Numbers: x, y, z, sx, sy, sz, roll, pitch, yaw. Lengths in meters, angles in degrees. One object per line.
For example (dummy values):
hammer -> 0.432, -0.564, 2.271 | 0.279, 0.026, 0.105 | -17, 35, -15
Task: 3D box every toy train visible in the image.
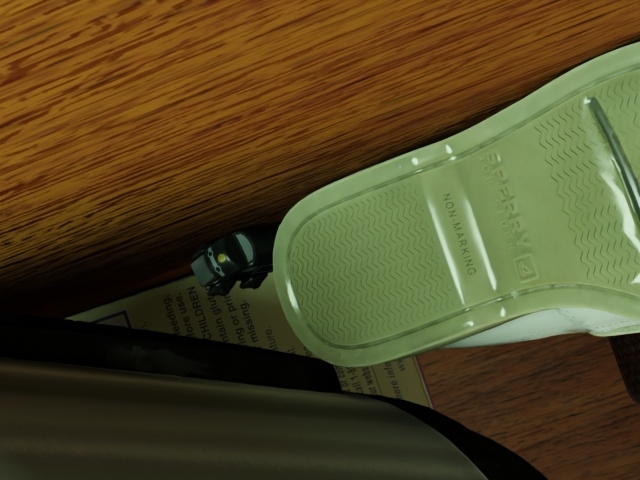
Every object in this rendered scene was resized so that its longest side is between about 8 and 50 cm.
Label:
toy train -> 0.000, 0.000, 0.813 | 0.036, 0.027, 0.158 | -36, 165, 36

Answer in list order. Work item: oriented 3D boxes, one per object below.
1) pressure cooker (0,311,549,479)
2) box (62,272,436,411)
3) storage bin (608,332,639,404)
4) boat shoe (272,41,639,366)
pressure cooker -> -0.065, 0.236, 0.695 | 0.420, 0.375, 0.370 | 10, -166, -38
box -> -0.066, 0.088, 0.977 | 0.243, 0.117, 0.213 | -18, 175, 0
storage bin -> 0.307, 0.041, 1.442 | 0.122, 0.180, 0.084 | -17, 175, -19
boat shoe -> 0.123, -0.018, 0.668 | 0.302, 0.113, 0.103 | -10, -177, 39
